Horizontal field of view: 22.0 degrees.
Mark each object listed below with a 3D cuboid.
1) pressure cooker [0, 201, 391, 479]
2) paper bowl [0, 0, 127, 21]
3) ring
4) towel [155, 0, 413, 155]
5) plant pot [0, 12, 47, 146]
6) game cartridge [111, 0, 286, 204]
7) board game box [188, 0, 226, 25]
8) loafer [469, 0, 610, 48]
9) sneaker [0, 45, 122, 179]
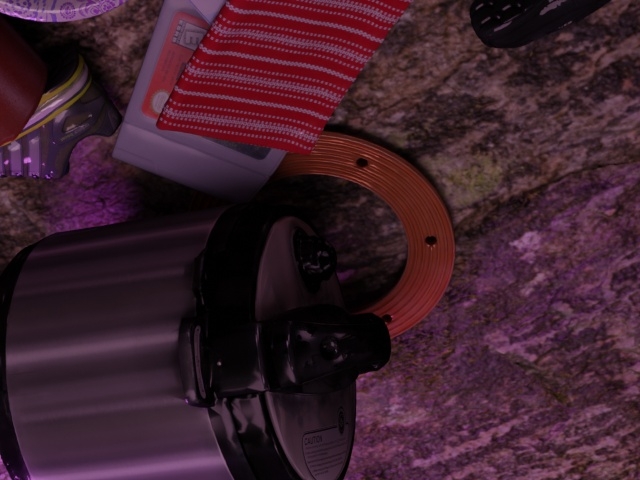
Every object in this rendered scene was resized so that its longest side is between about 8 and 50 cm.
[{"bbox_3d":[-0.132,0.142,1.902,0.420,0.370,0.376,-9,129,18],"label":"pressure cooker"},{"bbox_3d":[-0.281,-0.382,1.702,0.284,0.148,0.284,1,129,2],"label":"paper bowl"},{"bbox_3d":[0.000,0.000,2.035,0.336,0.032,0.337,4,128,5],"label":"ring"},{"bbox_3d":[-0.031,-0.198,1.724,0.198,0.031,0.275,9,134,-33],"label":"towel"},{"bbox_3d":[-0.462,-0.207,1.812,0.272,0.272,0.265,-29,126,26],"label":"plant pot"},{"bbox_3d":[-0.106,-0.183,1.874,0.196,0.060,0.294,19,121,-7],"label":"game cartridge"},{"bbox_3d":[-0.011,-0.341,1.640,0.318,0.066,0.318,-31,142,11],"label":"board game box"},{"bbox_3d":[0.268,-0.273,1.772,0.223,0.076,0.078,-26,156,17],"label":"loafer"},{"bbox_3d":[-0.365,-0.109,1.959,0.300,0.111,0.121,-27,124,28],"label":"sneaker"}]
